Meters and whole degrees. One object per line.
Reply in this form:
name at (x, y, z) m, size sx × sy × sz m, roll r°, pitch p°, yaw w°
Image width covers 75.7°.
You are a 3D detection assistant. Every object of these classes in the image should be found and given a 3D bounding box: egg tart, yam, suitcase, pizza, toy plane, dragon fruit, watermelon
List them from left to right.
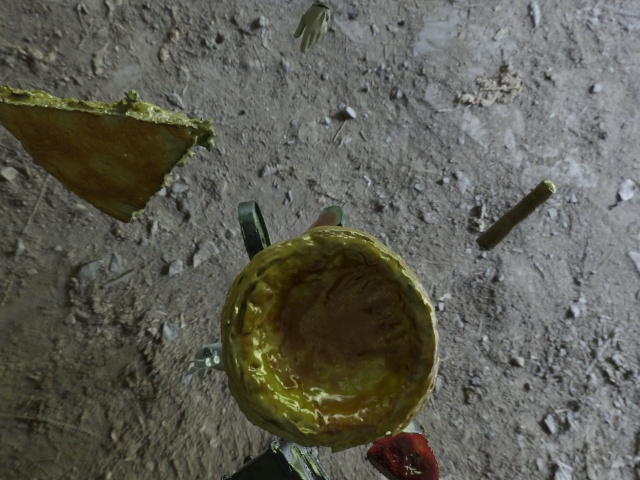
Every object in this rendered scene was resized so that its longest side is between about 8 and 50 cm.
pizza at (-0.275, -0.134, 0.607) m, size 0.287 × 0.280 × 0.075 m, roll -7°, pitch 51°, yaw 13°
toy plane at (-0.365, 0.422, 1.478) m, size 0.244 × 0.245 × 0.118 m, roll -13°, pitch 85°, yaw -7°
suitcase at (-0.138, 0.885, 1.438) m, size 0.345 × 0.188 × 0.339 m, roll -43°, pitch 70°, yaw 21°
watermelon at (0.023, 0.002, 1.209) m, size 0.136 × 0.207 × 0.202 m, roll 40°, pitch 78°, yaw -7°
egg tart at (0.014, 0.169, 0.734) m, size 0.387 × 0.169 × 0.388 m, roll 0°, pitch 81°, yaw 2°
dragon fruit at (0.296, 0.728, 1.393) m, size 0.262 × 0.134 × 0.211 m, roll 40°, pitch 67°, yaw 10°
yam at (0.647, -0.081, 1.367) m, size 0.066 × 0.066 × 0.300 m, roll 39°, pitch 118°, yaw -1°

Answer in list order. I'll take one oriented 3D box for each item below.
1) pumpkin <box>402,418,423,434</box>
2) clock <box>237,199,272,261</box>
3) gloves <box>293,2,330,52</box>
pumpkin at (0.100, 0.386, 1.016) m, size 0.312 × 0.169 × 0.148 m, roll 4°, pitch 72°, yaw 1°
clock at (-0.208, -0.002, 1.387) m, size 0.055 × 0.280 × 0.281 m, roll -15°, pitch 86°, yaw 0°
gloves at (-0.012, -0.310, 0.591) m, size 0.044 × 0.081 × 0.037 m, roll 14°, pitch 48°, yaw -12°
